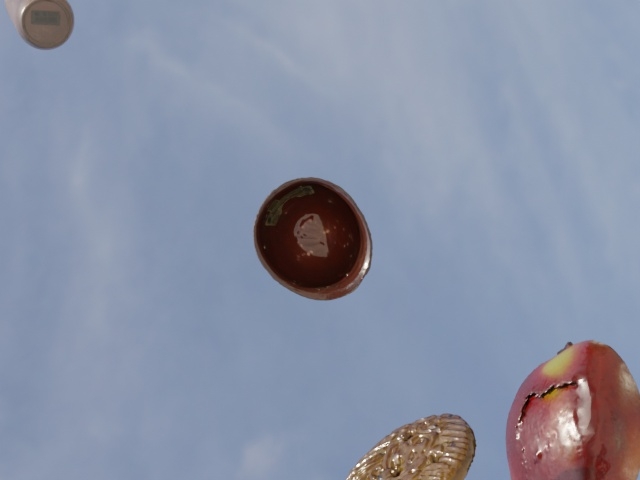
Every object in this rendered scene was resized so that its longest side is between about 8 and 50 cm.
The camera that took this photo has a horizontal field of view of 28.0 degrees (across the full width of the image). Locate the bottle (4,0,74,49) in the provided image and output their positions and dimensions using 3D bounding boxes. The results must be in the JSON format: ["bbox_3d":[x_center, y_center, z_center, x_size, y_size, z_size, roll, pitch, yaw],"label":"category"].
[{"bbox_3d":[-0.259,-0.212,1.177,0.053,0.140,0.053,-6,-69,-17],"label":"bottle"}]

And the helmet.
[{"bbox_3d":[0.000,0.000,1.778,0.175,0.155,0.106,42,-174,9],"label":"helmet"}]

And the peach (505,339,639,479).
[{"bbox_3d":[0.294,0.253,1.557,0.068,0.189,0.279,21,-114,-43],"label":"peach"}]

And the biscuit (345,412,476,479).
[{"bbox_3d":[0.090,0.258,1.407,0.027,0.188,0.188,51,-135,-17],"label":"biscuit"}]
